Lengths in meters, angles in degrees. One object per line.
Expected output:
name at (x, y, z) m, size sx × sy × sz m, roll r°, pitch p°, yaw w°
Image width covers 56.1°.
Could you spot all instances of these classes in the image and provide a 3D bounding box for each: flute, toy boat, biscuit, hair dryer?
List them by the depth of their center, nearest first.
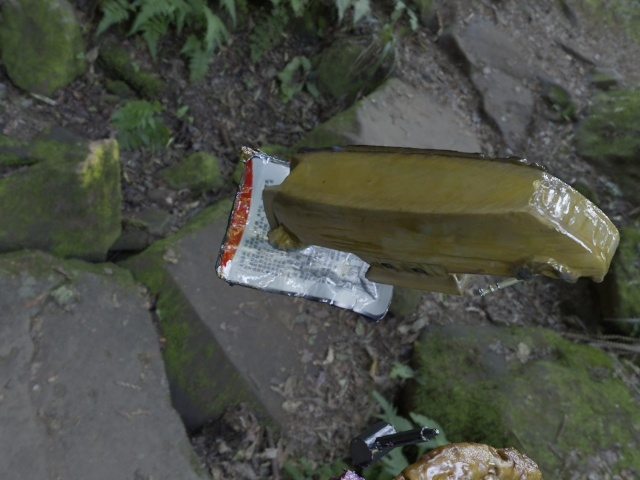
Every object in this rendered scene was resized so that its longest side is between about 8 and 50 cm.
toy boat at (0.083, -0.011, 0.524) m, size 0.089 × 0.321 × 0.121 m, roll -54°, pitch 135°, yaw -30°
biscuit at (0.163, 0.386, 0.760) m, size 0.334 × 0.289 × 0.081 m, roll 13°, pitch 19°, yaw -36°
hair dryer at (0.180, 0.439, 1.350) m, size 0.114 × 0.248 × 0.070 m, roll -15°, pitch 75°, yaw -45°
flute at (0.473, 0.079, 1.370) m, size 0.027 × 0.233 × 0.027 m, roll 55°, pitch 21°, yaw -32°

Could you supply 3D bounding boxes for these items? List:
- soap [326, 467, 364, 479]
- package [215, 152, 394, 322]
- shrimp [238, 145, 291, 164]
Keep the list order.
soap at (0.018, 0.619, 1.336) m, size 0.099 × 0.250 × 0.162 m, roll 37°, pitch 19°, yaw 8°
package at (0.000, 0.000, 0.741) m, size 0.232 × 0.166 × 0.040 m, roll 15°, pitch 1°, yaw -7°
shrimp at (-0.024, -0.107, 1.154) m, size 0.287 × 0.152 × 0.063 m, roll 32°, pitch 62°, yaw -22°
